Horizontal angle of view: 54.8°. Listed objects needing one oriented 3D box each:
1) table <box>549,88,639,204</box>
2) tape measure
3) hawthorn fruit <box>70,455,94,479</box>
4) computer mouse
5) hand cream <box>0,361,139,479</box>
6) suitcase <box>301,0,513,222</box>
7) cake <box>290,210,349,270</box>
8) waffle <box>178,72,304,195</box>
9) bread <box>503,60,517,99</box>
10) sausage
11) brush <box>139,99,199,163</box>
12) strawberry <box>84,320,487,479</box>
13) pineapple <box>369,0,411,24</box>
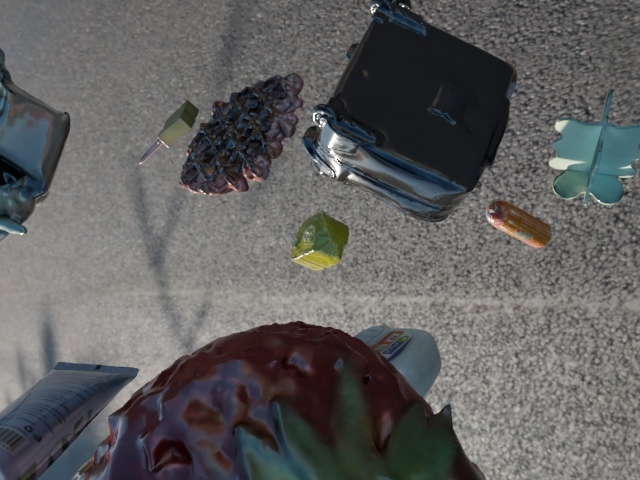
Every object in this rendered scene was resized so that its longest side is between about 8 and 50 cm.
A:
[{"bbox_3d":[0.527,-0.173,1.175,0.166,0.166,0.198,44,176,26],"label":"table"},{"bbox_3d":[0.119,0.296,1.364,0.265,0.258,0.130,-5,107,46],"label":"tape measure"},{"bbox_3d":[-0.205,0.383,0.813,0.311,0.295,0.295,-132,32,-71],"label":"hawthorn fruit"},{"bbox_3d":[-0.334,-0.083,0.636,0.389,0.115,0.199,32,90,41],"label":"computer mouse"},{"bbox_3d":[-0.243,0.160,0.539,0.271,0.091,0.058,-83,-6,-81],"label":"hand cream"},{"bbox_3d":[0.174,-0.233,1.139,0.339,0.345,0.188,25,152,1],"label":"suitcase"},{"bbox_3d":[0.000,0.000,2.275,0.260,0.156,0.179,-23,50,59],"label":"cake"},{"bbox_3d":[-0.125,-0.157,0.943,0.234,0.221,0.055,-8,143,38],"label":"waffle"},{"bbox_3d":[0.422,-0.365,1.645,0.269,0.139,0.095,-49,51,7],"label":"bread"},{"bbox_3d":[0.485,-0.045,1.534,0.071,0.234,0.071,-25,56,43],"label":"sausage"},{"bbox_3d":[-0.438,-0.288,1.723,0.233,0.103,0.047,-33,119,28],"label":"brush"},{"bbox_3d":[-0.036,0.216,0.448,0.292,0.292,0.310,57,137,13],"label":"strawberry"},{"bbox_3d":[0.209,-0.636,1.774,0.165,0.165,0.364,30,157,36],"label":"pineapple"}]
